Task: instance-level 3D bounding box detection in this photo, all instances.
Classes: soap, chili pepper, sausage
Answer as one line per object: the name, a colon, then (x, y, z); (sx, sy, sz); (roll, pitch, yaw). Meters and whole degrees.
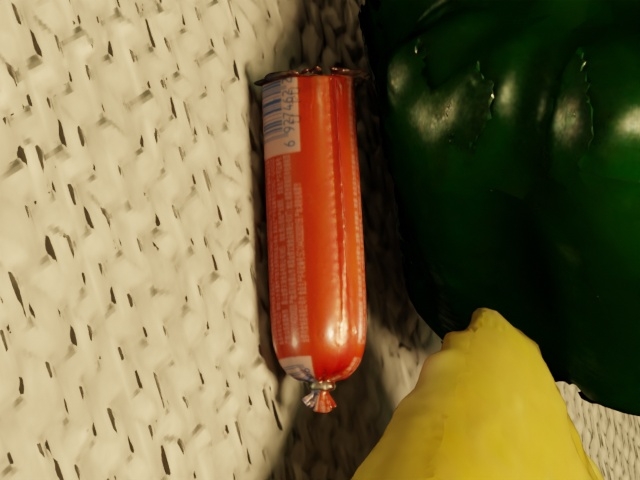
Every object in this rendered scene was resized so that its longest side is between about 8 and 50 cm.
soap: (0.052, 0.256, 0.618); (0.427, 0.115, 0.306); (-69, 148, -47)
chili pepper: (0.139, -0.051, 0.724); (0.257, 0.248, 0.233); (57, 34, -59)
sausage: (0.000, 0.000, 0.657); (0.050, 0.048, 0.145); (1, 79, -21)
